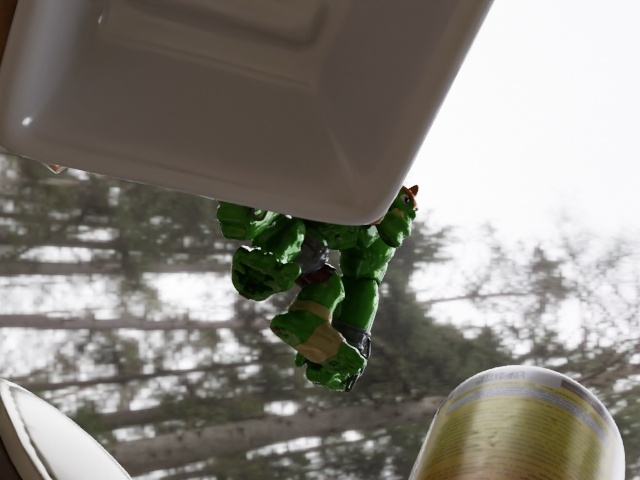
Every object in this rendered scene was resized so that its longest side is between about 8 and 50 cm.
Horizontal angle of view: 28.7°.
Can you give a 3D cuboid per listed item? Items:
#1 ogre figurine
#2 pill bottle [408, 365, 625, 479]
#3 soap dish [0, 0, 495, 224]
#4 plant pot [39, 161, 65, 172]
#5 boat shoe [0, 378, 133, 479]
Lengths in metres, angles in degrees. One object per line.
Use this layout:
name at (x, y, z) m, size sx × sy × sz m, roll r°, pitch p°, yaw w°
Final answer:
ogre figurine at (0.000, 0.000, 0.775) m, size 0.097 × 0.197 × 0.118 m, roll -3°, pitch -129°, yaw 45°
pill bottle at (0.096, 0.159, 0.655) m, size 0.117 × 0.215 × 0.117 m, roll 5°, pitch -70°, yaw 15°
soap dish at (-0.025, -0.156, 0.578) m, size 0.118 × 0.229 × 0.291 m, roll -103°, pitch -149°, yaw -50°
plant pot at (-0.178, -0.159, 0.910) m, size 0.205 × 0.205 × 0.188 m, roll 36°, pitch -98°, yaw 31°
boat shoe at (-0.137, 0.201, 0.724) m, size 0.096 × 0.116 × 0.324 m, roll -51°, pitch -132°, yaw 3°
